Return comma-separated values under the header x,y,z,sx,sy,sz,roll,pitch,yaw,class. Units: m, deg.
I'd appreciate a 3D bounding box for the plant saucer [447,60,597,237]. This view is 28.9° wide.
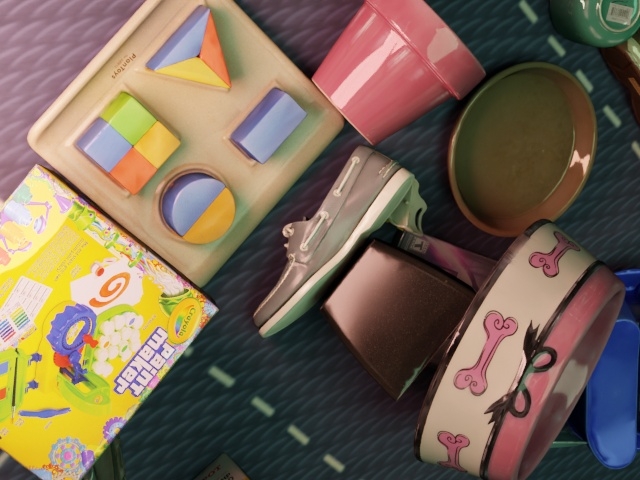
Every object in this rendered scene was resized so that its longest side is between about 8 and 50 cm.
x,y,z,sx,sy,sz,roll,pitch,yaw,class
0.308,-0.142,1.925,0.278,0.041,0.278,-9,110,-25,plant saucer

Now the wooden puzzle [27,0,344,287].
x,y,z,sx,sy,sz,roll,pitch,yaw,class
-0.160,-0.142,1.653,0.322,0.080,0.348,-49,122,-5,wooden puzzle

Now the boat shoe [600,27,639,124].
x,y,z,sx,sy,sz,roll,pitch,yaw,class
0.549,-0.247,1.986,0.095,0.095,0.257,-45,121,-14,boat shoe

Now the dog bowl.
x,y,z,sx,sy,sz,roll,pitch,yaw,class
0.304,0.180,1.824,0.408,0.150,0.408,-50,156,-31,dog bowl

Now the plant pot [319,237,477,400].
x,y,z,sx,sy,sz,roll,pitch,yaw,class
0.102,0.097,1.800,0.167,0.188,0.187,38,94,0,plant pot

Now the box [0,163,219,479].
x,y,z,sx,sy,sz,roll,pitch,yaw,class
-0.324,0.106,1.537,0.279,0.177,0.290,40,86,-6,box

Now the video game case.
x,y,z,sx,sy,sz,roll,pitch,yaw,class
0.196,0.105,1.960,0.274,0.026,0.196,19,98,-31,video game case

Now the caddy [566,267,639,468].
x,y,z,sx,sy,sz,roll,pitch,yaw,class
0.531,0.219,2.091,0.241,0.179,0.341,-4,109,-4,caddy

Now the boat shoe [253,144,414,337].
x,y,z,sx,sy,sz,roll,pitch,yaw,class
0.000,0.000,1.797,0.099,0.116,0.319,41,93,11,boat shoe

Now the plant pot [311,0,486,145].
x,y,z,sx,sy,sz,roll,pitch,yaw,class
0.095,-0.237,1.698,0.180,0.201,0.201,-43,122,7,plant pot

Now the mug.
x,y,z,sx,sy,sz,roll,pitch,yaw,class
0.436,-0.364,1.871,0.158,0.097,0.129,-38,115,-7,mug

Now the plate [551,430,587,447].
x,y,z,sx,sy,sz,roll,pitch,yaw,class
0.341,0.327,2.036,0.188,0.188,0.024,4,77,-29,plate

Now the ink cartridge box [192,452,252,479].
x,y,z,sx,sy,sz,roll,pitch,yaw,class
-0.115,0.457,1.794,0.171,0.233,0.168,-41,119,-9,ink cartridge box

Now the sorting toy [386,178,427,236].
x,y,z,sx,sy,sz,roll,pitch,yaw,class
0.135,-0.042,1.862,0.075,0.045,0.083,30,60,-43,sorting toy

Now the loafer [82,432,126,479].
x,y,z,sx,sy,sz,roll,pitch,yaw,class
-0.312,0.268,1.720,0.084,0.096,0.267,-20,122,-41,loafer
